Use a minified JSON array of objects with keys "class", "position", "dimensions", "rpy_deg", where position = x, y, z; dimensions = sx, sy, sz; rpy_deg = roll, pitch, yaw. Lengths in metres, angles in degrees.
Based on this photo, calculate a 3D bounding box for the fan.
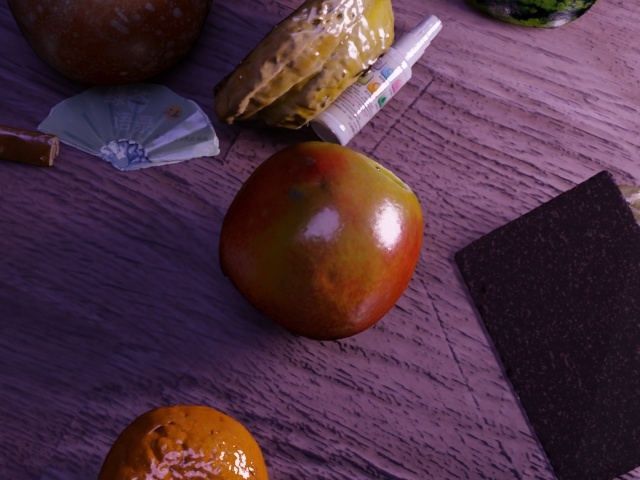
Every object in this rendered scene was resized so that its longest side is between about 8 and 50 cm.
[{"class":"fan","position":[-0.244,-0.148,1.734],"dimensions":[0.240,0.009,0.131],"rpy_deg":[7,66,5]}]

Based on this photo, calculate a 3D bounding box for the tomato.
[{"class":"tomato","position":[-0.268,-0.339,1.698],"dimensions":[0.270,0.222,0.270],"rpy_deg":[1,66,-1]}]

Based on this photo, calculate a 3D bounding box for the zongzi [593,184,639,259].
[{"class":"zongzi","position":[0.443,-0.019,1.613],"dimensions":[0.204,0.094,0.205],"rpy_deg":[-31,70,-10]}]

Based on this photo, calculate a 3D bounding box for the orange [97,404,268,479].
[{"class":"orange","position":[-0.152,0.274,1.477],"dimensions":[0.193,0.161,0.193],"rpy_deg":[0,75,-1]}]

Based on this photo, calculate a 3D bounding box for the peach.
[{"class":"peach","position":[0.000,0.000,1.556],"dimensions":[0.231,0.231,0.231],"rpy_deg":[-1,68,1]}]

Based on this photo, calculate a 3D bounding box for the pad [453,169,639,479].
[{"class":"pad","position":[0.312,0.106,1.565],"dimensions":[0.220,0.004,0.330],"rpy_deg":[-29,68,17]}]

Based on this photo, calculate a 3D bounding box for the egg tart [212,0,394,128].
[{"class":"egg tart","position":[-0.005,-0.226,1.634],"dimensions":[0.290,0.290,0.115],"rpy_deg":[-43,96,-15]}]

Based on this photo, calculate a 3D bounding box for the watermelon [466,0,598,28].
[{"class":"watermelon","position":[0.248,-0.352,1.781],"dimensions":[0.245,0.063,0.119],"rpy_deg":[31,53,18]}]

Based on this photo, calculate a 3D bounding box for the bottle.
[{"class":"bottle","position":[0.078,-0.208,1.720],"dimensions":[0.060,0.060,0.217],"rpy_deg":[40,75,16]}]

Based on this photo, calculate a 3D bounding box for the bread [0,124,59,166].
[{"class":"bread","position":[-0.374,-0.121,1.707],"dimensions":[0.083,0.047,0.036],"rpy_deg":[12,38,4]}]
